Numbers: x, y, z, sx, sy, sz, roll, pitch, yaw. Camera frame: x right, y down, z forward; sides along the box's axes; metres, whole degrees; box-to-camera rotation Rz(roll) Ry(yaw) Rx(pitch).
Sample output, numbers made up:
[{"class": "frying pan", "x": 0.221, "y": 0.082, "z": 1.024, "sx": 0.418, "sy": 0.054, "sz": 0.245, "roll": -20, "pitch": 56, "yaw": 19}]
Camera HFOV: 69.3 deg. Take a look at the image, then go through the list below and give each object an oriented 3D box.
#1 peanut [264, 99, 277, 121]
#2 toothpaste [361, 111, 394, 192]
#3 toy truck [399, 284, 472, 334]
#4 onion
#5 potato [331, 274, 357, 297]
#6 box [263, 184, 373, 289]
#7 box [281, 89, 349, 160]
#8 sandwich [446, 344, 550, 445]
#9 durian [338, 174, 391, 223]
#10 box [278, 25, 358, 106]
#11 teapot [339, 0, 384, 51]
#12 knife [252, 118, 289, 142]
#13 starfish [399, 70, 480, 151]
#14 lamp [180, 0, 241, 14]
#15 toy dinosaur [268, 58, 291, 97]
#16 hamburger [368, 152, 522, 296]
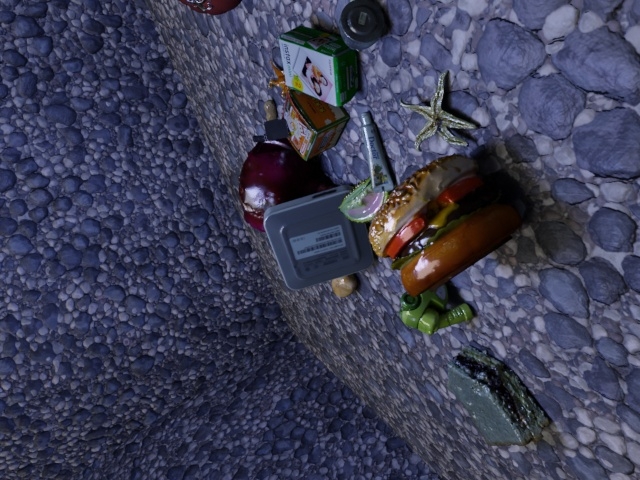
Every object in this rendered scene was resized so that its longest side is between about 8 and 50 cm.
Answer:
[{"class": "peanut", "x": -0.213, "y": -0.549, "z": 1.973, "sx": 0.054, "sy": 0.054, "sz": 0.113, "roll": 47, "pitch": 157, "yaw": 32}, {"class": "toothpaste", "x": 0.169, "y": -0.271, "z": 1.437, "sx": 0.037, "sy": 0.067, "sz": 0.255, "roll": -67, "pitch": -37, "yaw": -67}, {"class": "toy truck", "x": 0.355, "y": 0.220, "z": 1.493, "sx": 0.210, "sy": 0.187, "sz": 0.148, "roll": 48, "pitch": 163, "yaw": 29}, {"class": "onion", "x": -0.109, "y": -0.210, "z": 1.884, "sx": 0.420, "sy": 0.398, "sz": 0.398, "roll": 10, "pitch": 149, "yaw": 3}, {"class": "potato", "x": 0.109, "y": 0.202, "z": 2.177, "sx": 0.178, "sy": 0.109, "sz": 0.118, "roll": 116, "pitch": 143, "yaw": -61}, {"class": "box", "x": 0.000, "y": 0.000, "z": 1.784, "sx": 0.090, "sy": 0.367, "sz": 0.373, "roll": -104, "pitch": -3, "yaw": -59}, {"class": "box", "x": -0.028, "y": -0.410, "z": 1.581, "sx": 0.177, "sy": 0.148, "sz": 0.195, "roll": 58, "pitch": 160, "yaw": 8}, {"class": "sandwich", "x": 0.549, "y": 0.508, "z": 1.522, "sx": 0.325, "sy": 0.131, "sz": 0.262, "roll": 55, "pitch": 161, "yaw": 14}, {"class": "durian", "x": 0.167, "y": -0.147, "z": 1.563, "sx": 0.137, "sy": 0.095, "sz": 0.221, "roll": 40, "pitch": 137, "yaw": -5}, {"class": "box", "x": -0.006, "y": -0.521, "z": 1.383, "sx": 0.250, "sy": 0.103, "sz": 0.180, "roll": 31, "pitch": 147, "yaw": 31}, {"class": "teapot", "x": 0.088, "y": -0.548, "z": 1.172, "sx": 0.149, "sy": 0.111, "sz": 0.108, "roll": 54, "pitch": 174, "yaw": -1}, {"class": "knife", "x": -0.185, "y": -0.399, "z": 1.686, "sx": 0.245, "sy": 0.019, "sz": 0.072, "roll": 6, "pitch": 113, "yaw": 53}, {"class": "starfish", "x": 0.285, "y": -0.304, "z": 1.127, "sx": 0.223, "sy": 0.050, "sz": 0.217, "roll": 35, "pitch": 145, "yaw": 27}, {"class": "lamp", "x": -0.385, "y": -0.914, "z": 1.550, "sx": 0.303, "sy": 0.257, "sz": 0.303, "roll": 13, "pitch": 149, "yaw": 8}, {"class": "toy dinosaur", "x": -0.131, "y": -0.588, "z": 1.717, "sx": 0.142, "sy": 0.057, "sz": 0.212, "roll": -5, "pitch": 116, "yaw": 56}, {"class": "hamburger", "x": 0.283, "y": -0.036, "z": 1.117, "sx": 0.250, "sy": 0.330, "sz": 0.330, "roll": 57, "pitch": 160, "yaw": 13}]
